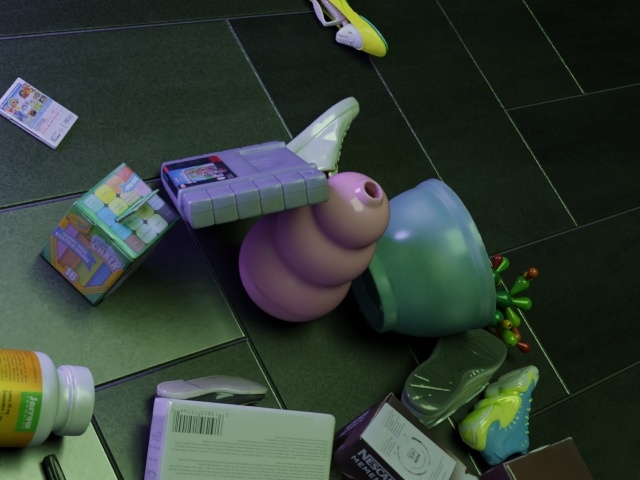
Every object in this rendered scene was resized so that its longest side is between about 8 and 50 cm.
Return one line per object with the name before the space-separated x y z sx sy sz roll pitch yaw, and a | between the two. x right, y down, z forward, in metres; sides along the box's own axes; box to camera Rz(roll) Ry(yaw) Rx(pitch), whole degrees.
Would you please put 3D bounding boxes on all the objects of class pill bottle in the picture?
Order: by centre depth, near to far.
pill bottle | -0.450 0.220 1.569 0.246 0.136 0.136 8 56 -31

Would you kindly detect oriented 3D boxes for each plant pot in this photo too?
plant pot | 0.163 0.056 2.052 0.196 0.293 0.293 -21 71 -15

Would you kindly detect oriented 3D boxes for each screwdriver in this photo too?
screwdriver | -0.362 0.387 1.603 0.025 0.024 0.170 -18 76 -11

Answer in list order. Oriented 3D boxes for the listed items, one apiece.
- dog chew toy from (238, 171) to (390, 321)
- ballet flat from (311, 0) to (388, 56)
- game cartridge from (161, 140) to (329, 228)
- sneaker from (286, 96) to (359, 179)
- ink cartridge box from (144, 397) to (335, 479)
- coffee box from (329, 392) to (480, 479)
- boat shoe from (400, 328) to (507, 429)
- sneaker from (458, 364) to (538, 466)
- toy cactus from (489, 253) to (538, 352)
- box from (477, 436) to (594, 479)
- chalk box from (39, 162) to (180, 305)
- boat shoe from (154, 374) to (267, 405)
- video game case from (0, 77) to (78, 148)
dog chew toy | 0.000 0.000 1.908 0.207 0.332 0.206 19 50 -24
ballet flat | 0.050 -0.482 2.477 0.077 0.077 0.231 -34 80 -23
game cartridge | -0.139 -0.103 1.866 0.230 0.355 0.068 -8 105 -13
sneaker | 0.001 -0.169 2.200 0.123 0.106 0.290 47 56 -4
ink cartridge box | -0.127 0.387 1.736 0.296 0.066 0.261 11 80 -30
coffee box | 0.151 0.417 1.841 0.297 0.168 0.119 45 45 -1
boat shoe | 0.240 0.257 2.079 0.118 0.103 0.320 35 37 16
sneaker | 0.354 0.338 2.112 0.240 0.091 0.126 -34 96 -38
toy cactus | 0.351 0.115 2.255 0.181 0.112 0.219 13 61 -16
box | 0.429 0.559 1.963 0.191 0.143 0.381 -9 68 -39
chalk box | -0.326 -0.020 1.773 0.132 0.213 0.132 44 45 -2
boat shoe | -0.177 0.260 1.807 0.206 0.075 0.065 2 102 -41
video game case | -0.491 -0.220 1.938 0.122 0.011 0.087 34 47 -12
